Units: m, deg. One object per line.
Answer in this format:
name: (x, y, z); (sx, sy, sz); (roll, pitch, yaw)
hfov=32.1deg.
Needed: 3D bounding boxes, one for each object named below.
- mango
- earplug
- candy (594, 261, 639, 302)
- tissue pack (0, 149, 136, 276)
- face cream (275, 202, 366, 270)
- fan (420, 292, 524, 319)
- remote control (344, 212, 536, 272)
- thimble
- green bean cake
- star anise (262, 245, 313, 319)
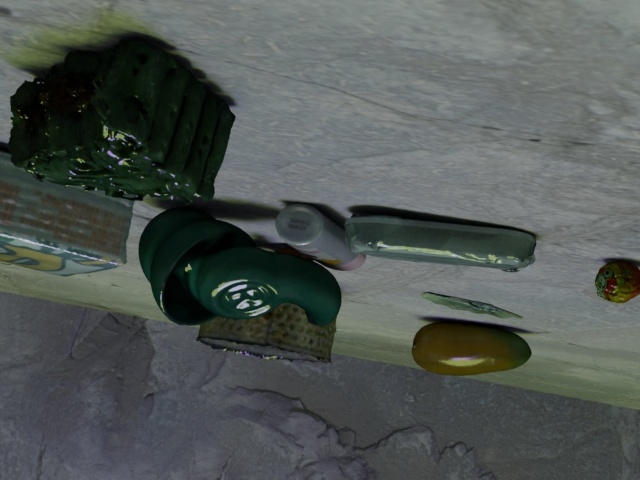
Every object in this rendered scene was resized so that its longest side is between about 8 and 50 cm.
mango: (0.316, 0.234, 2.360); (0.251, 0.114, 0.156); (5, 162, 27)
earplug: (-0.124, 0.038, 1.588); (0.280, 0.164, 0.257); (36, -142, 28)
candy: (0.466, 0.059, 1.491); (0.201, 0.060, 0.060); (3, 171, -8)
tissue pack: (-0.431, -0.043, 1.483); (0.311, 0.128, 0.228); (15, 166, -31)
face cream: (0.000, 0.000, 1.529); (0.084, 0.057, 0.198); (11, 170, 20)
fan: (0.280, 0.125, 2.101); (0.240, 0.009, 0.131); (15, 171, -30)
remote control: (0.152, 0.002, 1.431); (0.247, 0.052, 0.104); (6, 171, 3)
thimble: (-0.101, 0.147, 2.164); (0.271, 0.150, 0.271); (10, 169, 2)
green bean cake: (-0.204, -0.106, 1.011); (0.208, 0.107, 0.193); (7, 170, 22)
star anise: (-0.100, 0.051, 1.800); (0.212, 0.111, 0.196); (21, 159, -20)
